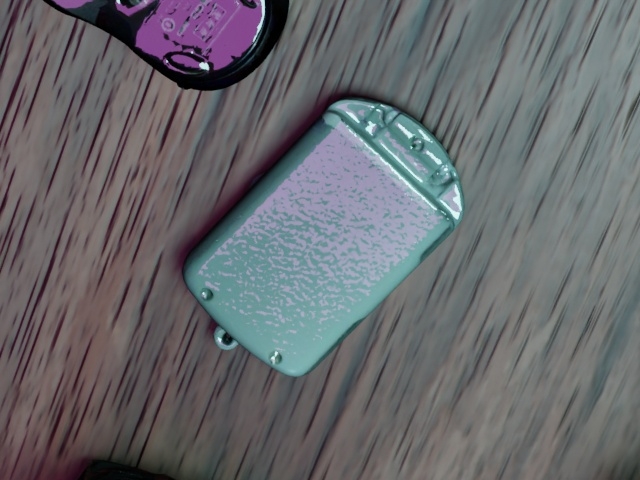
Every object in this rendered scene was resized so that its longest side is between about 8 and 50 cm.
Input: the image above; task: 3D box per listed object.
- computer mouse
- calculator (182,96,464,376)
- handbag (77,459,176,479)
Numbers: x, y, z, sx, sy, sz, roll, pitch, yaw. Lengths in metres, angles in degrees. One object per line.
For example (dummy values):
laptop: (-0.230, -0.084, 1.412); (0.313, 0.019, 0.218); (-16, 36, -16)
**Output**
computer mouse: (-0.132, -0.213, 1.485); (0.233, 0.096, 0.137); (40, 111, -9)
calculator: (0.000, 0.000, 1.552); (0.141, 0.045, 0.246); (42, 106, -6)
handbag: (-0.120, 0.274, 1.577); (0.215, 0.169, 0.155); (27, 104, -4)
